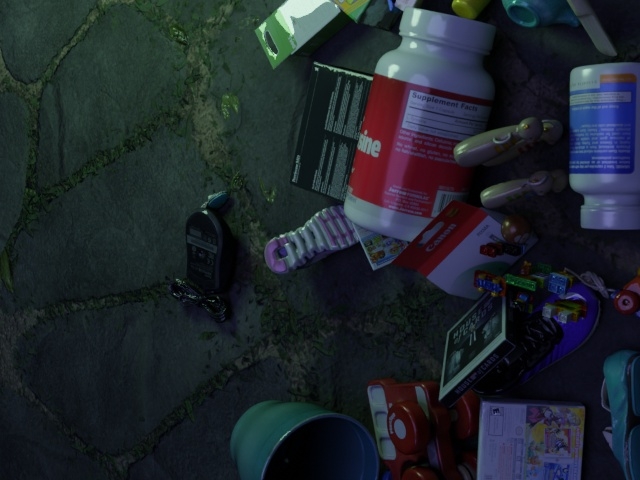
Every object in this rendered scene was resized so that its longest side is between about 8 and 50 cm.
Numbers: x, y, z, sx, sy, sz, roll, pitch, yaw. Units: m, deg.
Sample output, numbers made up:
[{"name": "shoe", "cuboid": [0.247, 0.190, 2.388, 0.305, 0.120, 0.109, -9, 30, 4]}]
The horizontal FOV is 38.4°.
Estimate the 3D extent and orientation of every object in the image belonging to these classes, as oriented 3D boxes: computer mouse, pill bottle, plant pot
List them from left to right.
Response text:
[{"name": "computer mouse", "cuboid": [-0.265, 0.042, 2.168, 0.188, 0.072, 0.272, 25, 120, 30]}, {"name": "plant pot", "cuboid": [-0.057, 0.455, 1.923, 0.255, 0.271, 0.272, 17, 105, 60]}, {"name": "pill bottle", "cuboid": [0.193, -0.215, 1.716, 0.229, 0.229, 0.408, 21, 105, 33]}, {"name": "pill bottle", "cuboid": [0.497, -0.156, 1.550, 0.152, 0.152, 0.272, 3, 95, 35]}]

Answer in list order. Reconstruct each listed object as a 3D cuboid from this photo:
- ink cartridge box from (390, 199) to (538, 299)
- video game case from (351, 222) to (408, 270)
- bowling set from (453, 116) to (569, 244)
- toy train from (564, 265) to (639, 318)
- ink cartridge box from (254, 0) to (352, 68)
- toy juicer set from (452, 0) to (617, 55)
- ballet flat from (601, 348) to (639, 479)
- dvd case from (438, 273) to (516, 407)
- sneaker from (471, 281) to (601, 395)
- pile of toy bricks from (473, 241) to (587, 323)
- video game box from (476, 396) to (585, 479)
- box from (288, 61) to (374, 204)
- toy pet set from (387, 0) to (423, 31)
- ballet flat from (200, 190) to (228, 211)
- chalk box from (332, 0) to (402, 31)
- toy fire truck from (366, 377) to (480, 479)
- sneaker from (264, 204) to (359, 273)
[{"name": "ink cartridge box", "cuboid": [0.267, 0.021, 1.684, 0.181, 0.224, 0.056, -48, 50, 28]}, {"name": "video game case", "cuboid": [0.124, -0.009, 1.884, 0.087, 0.011, 0.122, -23, 77, -4]}, {"name": "bowling set", "cuboid": [0.365, -0.107, 1.579, 0.154, 0.287, 0.200, -20, 91, 31]}, {"name": "toy train", "cuboid": [0.554, 0.062, 1.558, 0.248, 0.105, 0.143, 39, 104, 25]}, {"name": "ink cartridge box", "cuboid": [-0.034, -0.466, 1.962, 0.209, 0.062, 0.109, -35, 73, 32]}, {"name": "toy juicer set", "cuboid": [0.368, -0.447, 1.599, 0.329, 0.209, 0.089, 25, 75, 30]}, {"name": "ballet flat", "cuboid": [0.537, 0.312, 1.611, 0.087, 0.083, 0.247, -1, 93, 60]}, {"name": "dvd case", "cuboid": [0.290, 0.180, 1.684, 0.029, 0.239, 0.179, 36, 117, -8]}, {"name": "sneaker", "cuboid": [0.379, 0.193, 1.662, 0.293, 0.146, 0.102, -49, 66, 28]}, {"name": "pile of toy bricks", "cuboid": [0.381, 0.063, 1.619, 0.212, 0.105, 0.118, 20, 114, 43]}, {"name": "video game box", "cuboid": [0.383, 0.393, 1.686, 0.187, 0.048, 0.205, 3, 96, 7]}, {"name": "box", "cuboid": [0.052, -0.217, 1.883, 0.184, 0.103, 0.261, 23, 107, 39]}, {"name": "toy pet set", "cuboid": [0.168, -0.458, 1.780, 0.065, 0.114, 0.122, 34, 111, 16]}, {"name": "ballet flat", "cuboid": [-0.259, -0.084, 2.168, 0.041, 0.041, 0.114, 51, 119, 21]}, {"name": "chalk box", "cuboid": [0.119, -0.543, 1.805, 0.132, 0.132, 0.213, 45, 116, 24]}, {"name": "toy fire truck", "cuboid": [0.197, 0.420, 1.822, 0.254, 0.169, 0.302, -18, 82, 60]}, {"name": "sneaker", "cuboid": [0.000, 0.000, 1.959, 0.236, 0.104, 0.095, -24, 75, 12]}]
